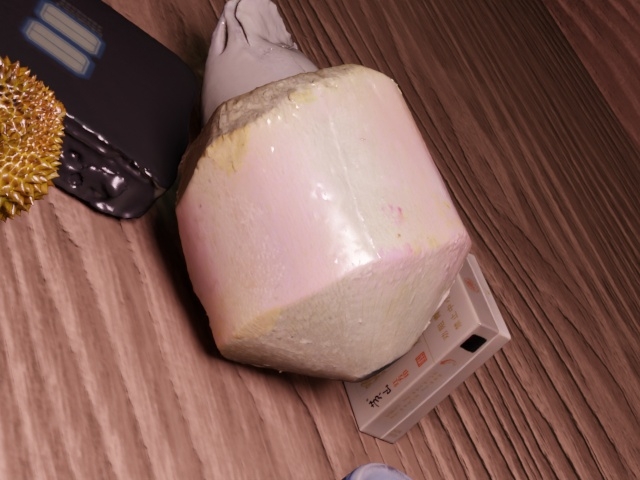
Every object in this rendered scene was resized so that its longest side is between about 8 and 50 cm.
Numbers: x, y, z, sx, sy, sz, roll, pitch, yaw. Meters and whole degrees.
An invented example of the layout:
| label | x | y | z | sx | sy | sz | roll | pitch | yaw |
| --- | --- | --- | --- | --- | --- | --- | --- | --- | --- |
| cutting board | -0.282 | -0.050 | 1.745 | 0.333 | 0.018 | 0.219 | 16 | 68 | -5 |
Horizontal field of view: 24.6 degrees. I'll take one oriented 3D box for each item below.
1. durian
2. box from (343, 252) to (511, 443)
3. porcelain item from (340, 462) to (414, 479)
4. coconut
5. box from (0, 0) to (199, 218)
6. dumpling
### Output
| label | x | y | z | sx | sy | sz | roll | pitch | yaw |
| --- | --- | --- | --- | --- | --- | --- | --- | --- | --- |
| durian | -0.318 | -0.093 | 1.383 | 0.158 | 0.168 | 0.137 | 63 | 7 | -3 |
| box | 0.110 | 0.115 | 1.668 | 0.058 | 0.201 | 0.141 | 26 | 29 | -37 |
| porcelain item | 0.047 | 0.298 | 1.385 | 0.147 | 0.114 | 0.147 | 37 | 26 | -22 |
| coconut | 0.000 | 0.000 | 1.555 | 0.297 | 0.297 | 0.310 | -3 | 72 | -59 |
| box | -0.304 | -0.204 | 1.649 | 0.359 | 0.091 | 0.350 | 36 | 25 | -20 |
| dumpling | -0.043 | -0.118 | 1.832 | 0.341 | 0.181 | 0.260 | 58 | 9 | 27 |
